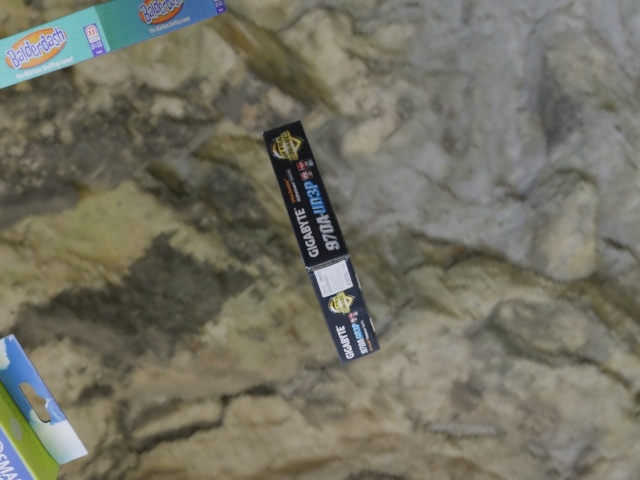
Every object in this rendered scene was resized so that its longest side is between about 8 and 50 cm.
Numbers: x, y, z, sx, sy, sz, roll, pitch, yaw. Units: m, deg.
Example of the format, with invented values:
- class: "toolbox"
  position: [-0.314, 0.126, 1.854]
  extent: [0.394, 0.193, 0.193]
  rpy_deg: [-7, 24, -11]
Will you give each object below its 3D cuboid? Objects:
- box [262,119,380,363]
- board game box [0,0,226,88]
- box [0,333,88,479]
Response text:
- class: "box"
  position: [0.000, 0.000, 1.449]
  extent: [0.175, 0.051, 0.220]
  rpy_deg: [71, 179, -49]
- class: "board game box"
  position: [-0.215, -0.209, 1.287]
  extent: [0.210, 0.160, 0.047]
  rpy_deg: [-37, -69, -57]
- class: "box"
  position: [-0.252, 0.138, 0.821]
  extent: [0.042, 0.178, 0.109]
  rpy_deg: [-96, -16, -61]
